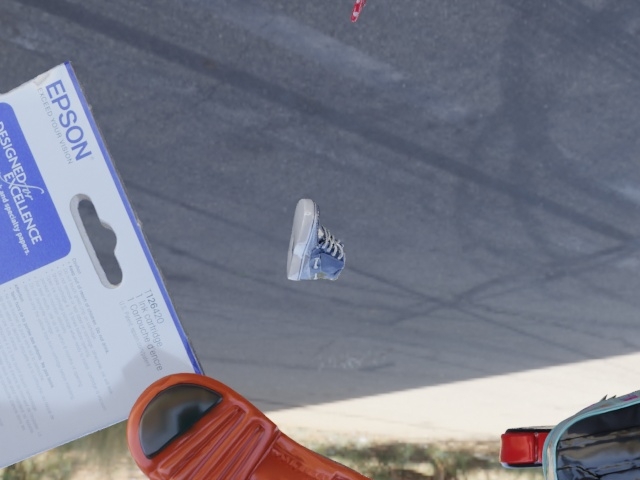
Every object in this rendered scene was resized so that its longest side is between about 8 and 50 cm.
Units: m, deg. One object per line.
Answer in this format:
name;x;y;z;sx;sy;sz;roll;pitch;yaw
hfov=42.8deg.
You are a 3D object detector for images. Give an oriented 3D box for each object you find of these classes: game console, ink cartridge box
game console;0.468;0.305;1.220;0.342;0.060;0.386;-6;167;25
ink cartridge box;-0.287;0.042;0.732;0.307;0.303;0.072;-22;-179;6

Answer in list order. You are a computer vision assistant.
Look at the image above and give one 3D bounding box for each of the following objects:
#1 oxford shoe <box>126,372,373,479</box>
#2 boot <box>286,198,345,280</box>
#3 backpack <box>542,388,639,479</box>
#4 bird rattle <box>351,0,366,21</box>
oxford shoe;-0.014;0.188;0.553;0.271;0.097;0.098;43;161;-2
boot;0.000;0.000;1.261;0.086;0.069;0.190;2;149;-8
backpack;0.328;0.243;0.851;0.188;0.165;0.144;-14;170;-4
bird rattle;0.036;-0.459;1.183;0.143;0.206;0.253;-34;135;31
